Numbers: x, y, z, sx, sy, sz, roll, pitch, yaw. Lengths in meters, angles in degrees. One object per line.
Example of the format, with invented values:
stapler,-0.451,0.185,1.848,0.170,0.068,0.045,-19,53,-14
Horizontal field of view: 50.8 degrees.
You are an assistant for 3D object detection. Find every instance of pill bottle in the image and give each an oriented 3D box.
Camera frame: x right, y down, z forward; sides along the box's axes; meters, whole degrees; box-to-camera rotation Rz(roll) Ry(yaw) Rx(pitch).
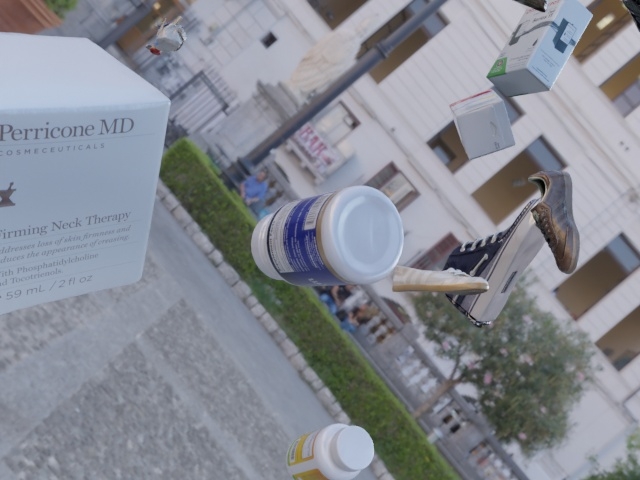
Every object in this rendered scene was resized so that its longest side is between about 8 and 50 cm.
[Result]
pill bottle,0.000,0.000,1.119,0.153,0.153,0.265,50,-28,-20
pill bottle,0.025,0.528,1.661,0.136,0.136,0.246,50,-38,0

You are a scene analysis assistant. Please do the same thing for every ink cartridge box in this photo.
ink cartridge box,0.497,-0.442,1.538,0.087,0.208,0.153,34,-8,-20
ink cartridge box,0.429,-0.310,1.795,0.176,0.127,0.128,-78,148,-69

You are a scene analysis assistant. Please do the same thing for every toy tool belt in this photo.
toy tool belt,-0.255,-0.342,1.125,0.052,0.051,0.083,22,-13,-34

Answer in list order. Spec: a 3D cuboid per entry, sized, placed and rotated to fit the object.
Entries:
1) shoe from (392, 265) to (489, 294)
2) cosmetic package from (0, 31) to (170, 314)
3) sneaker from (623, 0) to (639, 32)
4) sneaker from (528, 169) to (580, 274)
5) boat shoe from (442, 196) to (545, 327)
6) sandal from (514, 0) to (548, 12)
shoe,0.242,0.080,1.393,0.219,0.058,0.076,-2,-10,38
cosmetic package,-0.522,-0.133,1.228,0.329,0.393,0.327,-14,42,-43
sneaker,0.536,-0.402,1.109,0.130,0.087,0.227,-9,68,-52
sneaker,0.397,-0.032,1.163,0.066,0.071,0.188,89,3,-68
boat shoe,0.392,0.023,1.549,0.127,0.340,0.158,5,28,-50
sandal,0.380,-0.468,1.240,0.090,0.060,0.219,23,30,4
